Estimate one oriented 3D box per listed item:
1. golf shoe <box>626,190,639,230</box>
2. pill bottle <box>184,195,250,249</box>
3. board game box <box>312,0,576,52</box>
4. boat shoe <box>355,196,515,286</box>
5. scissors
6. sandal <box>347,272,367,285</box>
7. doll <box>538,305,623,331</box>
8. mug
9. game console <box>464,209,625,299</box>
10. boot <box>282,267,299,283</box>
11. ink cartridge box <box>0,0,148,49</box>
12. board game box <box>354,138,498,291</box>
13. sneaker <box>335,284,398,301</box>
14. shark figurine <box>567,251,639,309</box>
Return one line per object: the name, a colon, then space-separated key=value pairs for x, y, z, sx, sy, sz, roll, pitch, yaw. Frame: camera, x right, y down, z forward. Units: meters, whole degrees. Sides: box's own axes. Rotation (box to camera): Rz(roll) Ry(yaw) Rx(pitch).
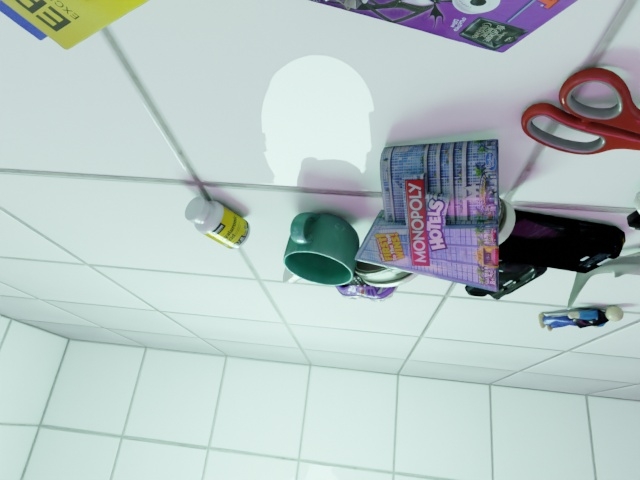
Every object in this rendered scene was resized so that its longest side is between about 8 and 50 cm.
golf shoe: x=0.464 y=-0.052 z=0.572 sx=0.094 sy=0.077 sz=0.198 roll=0 pitch=154 yaw=17
pill bottle: x=-0.188 y=-0.033 z=0.817 sx=0.065 sy=0.065 sz=0.116 roll=-9 pitch=152 yaw=32
board game box: x=0.092 y=-0.200 z=0.214 sx=0.208 sy=0.056 sz=0.347 roll=7 pitch=180 yaw=-8
boat shoe: x=0.156 y=-0.004 z=0.738 sx=0.091 sy=0.109 sz=0.305 roll=24 pitch=145 yaw=-33
scissors: x=0.375 y=-0.105 z=0.488 sx=0.297 sy=0.021 sz=0.109 roll=19 pitch=150 yaw=-3
sandal: x=0.128 y=0.064 z=0.993 sx=0.179 sy=0.040 sz=0.067 roll=-13 pitch=157 yaw=8
doll: x=0.654 y=0.197 z=1.125 sx=0.129 sy=0.046 sz=0.189 roll=22 pitch=153 yaw=-33
mug: x=0.008 y=0.004 z=0.798 sx=0.130 sy=0.097 sz=0.157 roll=16 pitch=152 yaw=-2
game console: x=0.377 y=0.047 z=0.869 sx=0.213 sy=0.043 sz=0.361 roll=10 pitch=156 yaw=-2
boot: x=-0.012 y=0.058 z=0.969 sx=0.086 sy=0.069 sz=0.190 roll=20 pitch=152 yaw=-20
ink cartridge box: x=-0.261 y=-0.272 z=0.292 sx=0.308 sy=0.072 sz=0.304 roll=-10 pitch=151 yaw=31
board game box: x=0.138 y=-0.029 z=0.607 sx=0.194 sy=0.060 sz=0.194 roll=-1 pitch=118 yaw=21
sneaker: x=0.103 y=0.105 z=1.053 sx=0.170 sy=0.068 sz=0.071 roll=-10 pitch=144 yaw=34
shark figurine: x=0.588 y=0.069 z=0.773 sx=0.279 sy=0.116 sz=0.166 roll=-4 pitch=153 yaw=20
